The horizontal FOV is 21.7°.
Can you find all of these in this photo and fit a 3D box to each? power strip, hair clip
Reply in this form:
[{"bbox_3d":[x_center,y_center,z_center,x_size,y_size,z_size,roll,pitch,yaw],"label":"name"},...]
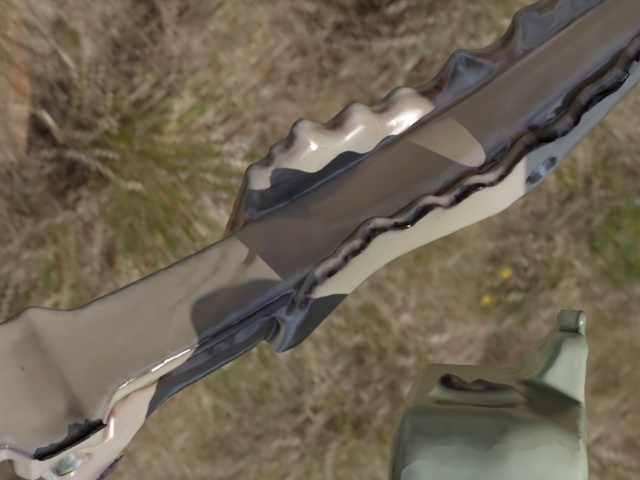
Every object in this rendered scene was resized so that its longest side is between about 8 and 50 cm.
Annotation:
[{"bbox_3d":[0.032,0.151,0.374,0.118,0.046,0.270,-7,101,-81],"label":"power strip"},{"bbox_3d":[0.000,0.000,0.363,0.226,0.034,0.072,-33,156,-7],"label":"hair clip"}]
